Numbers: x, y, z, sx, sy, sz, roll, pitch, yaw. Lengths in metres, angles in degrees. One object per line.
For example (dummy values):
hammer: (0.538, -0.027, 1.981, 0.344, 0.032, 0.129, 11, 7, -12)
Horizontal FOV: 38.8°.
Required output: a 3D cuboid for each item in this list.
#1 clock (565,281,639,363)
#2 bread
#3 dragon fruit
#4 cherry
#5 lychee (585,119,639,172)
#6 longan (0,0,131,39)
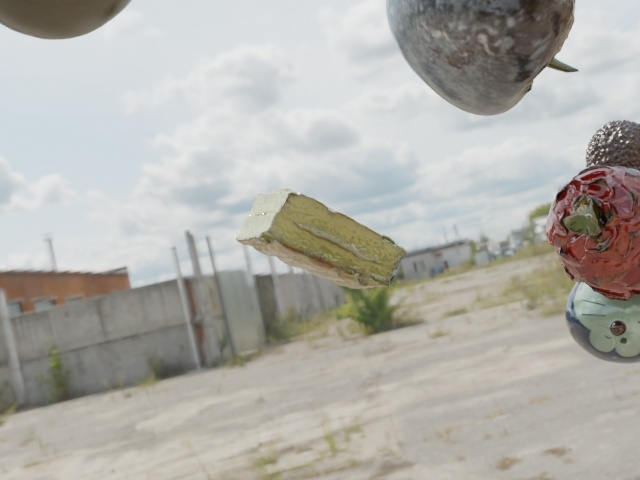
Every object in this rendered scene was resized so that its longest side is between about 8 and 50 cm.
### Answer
clock: (0.452, 0.060, 1.313, 0.200, 0.243, 0.146, 16, -8, 28)
bread: (0.000, 0.000, 1.578, 0.239, 0.111, 0.246, 23, -6, -15)
dragon fruit: (0.384, -0.010, 1.187, 0.172, 0.172, 0.209, -17, -44, 42)
cherry: (0.225, -0.302, 1.260, 0.218, 0.296, 0.255, -54, -2, -15)
lychee: (0.504, -0.135, 1.522, 0.123, 0.123, 0.129, -15, 33, 23)
longan: (-0.308, -0.346, 0.997, 0.248, 0.248, 0.248, -13, -4, -1)
